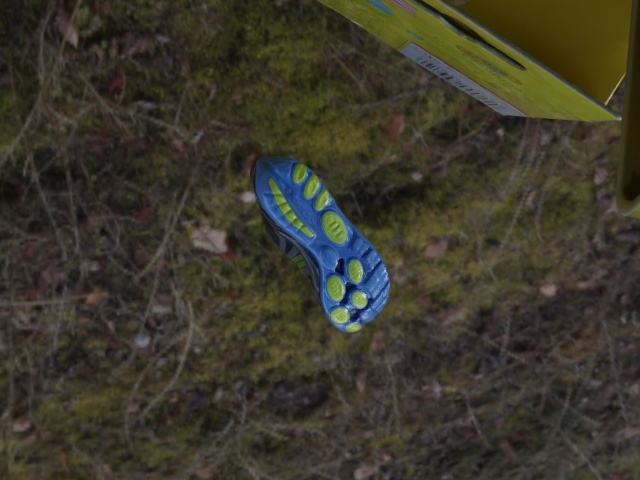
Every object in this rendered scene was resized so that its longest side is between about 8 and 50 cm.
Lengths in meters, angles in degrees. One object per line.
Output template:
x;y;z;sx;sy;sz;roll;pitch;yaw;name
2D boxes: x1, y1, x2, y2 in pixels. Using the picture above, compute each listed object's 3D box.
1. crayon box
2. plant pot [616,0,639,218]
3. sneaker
0.097;-0.164;0.639;0.202;0.318;0.081;31;98;-5;crayon box
0.241;-0.114;0.311;0.187;0.212;0.212;17;153;-4;plant pot
0.000;0.000;0.803;0.067;0.078;0.188;-36;117;-5;sneaker
